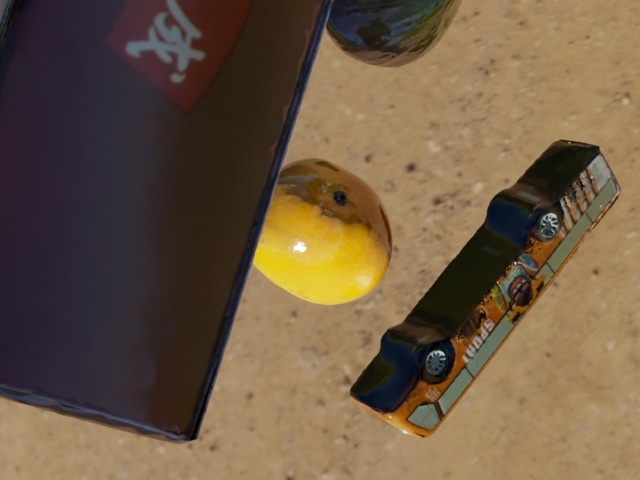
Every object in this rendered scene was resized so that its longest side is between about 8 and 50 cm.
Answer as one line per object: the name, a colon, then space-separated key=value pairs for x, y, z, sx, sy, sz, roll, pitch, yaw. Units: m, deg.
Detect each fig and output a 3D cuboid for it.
fig: x=0.108 y=-0.267 z=1.414 sx=0.230 sy=0.143 sz=0.160 roll=-18 pitch=118 yaw=23

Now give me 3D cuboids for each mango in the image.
mango: x=0.000 y=0.000 z=1.375 sx=0.144 sy=0.219 sz=0.112 roll=2 pitch=66 yaw=10

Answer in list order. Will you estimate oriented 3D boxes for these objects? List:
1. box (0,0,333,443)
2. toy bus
box: x=-0.135 y=-0.107 z=0.674 sx=0.385 sy=0.122 sz=0.345 roll=3 pitch=74 yaw=61
toy bus: x=0.193 y=0.052 z=1.611 sx=0.093 sy=0.409 sz=0.092 roll=21 pitch=155 yaw=53
